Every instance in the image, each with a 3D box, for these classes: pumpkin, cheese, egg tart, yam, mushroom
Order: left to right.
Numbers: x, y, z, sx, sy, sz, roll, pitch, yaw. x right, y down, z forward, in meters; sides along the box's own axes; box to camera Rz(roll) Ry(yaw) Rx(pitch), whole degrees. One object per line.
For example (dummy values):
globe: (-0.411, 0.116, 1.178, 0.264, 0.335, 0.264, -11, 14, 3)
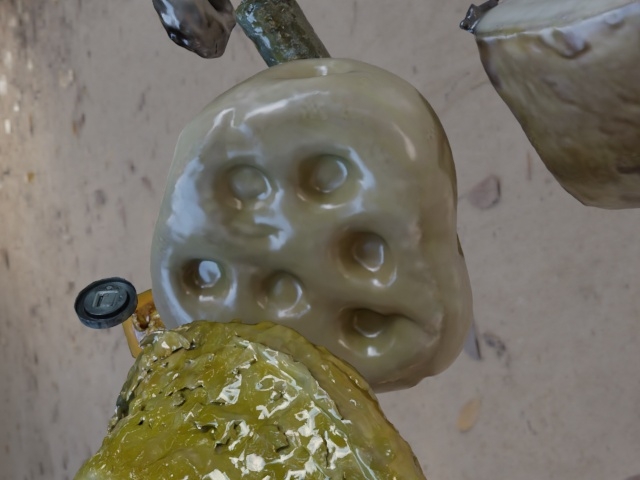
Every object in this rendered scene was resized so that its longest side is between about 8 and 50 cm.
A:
pumpkin: (-0.178, 0.158, 1.463, 0.248, 0.131, 0.126, 25, 127, 48)
egg tart: (-0.050, 0.179, 0.517, 0.294, 0.123, 0.294, 17, 114, 44)
yam: (-0.031, -0.223, 1.202, 0.179, 0.078, 0.078, 55, 161, -23)
cheese: (0.000, 0.000, 0.637, 0.218, 0.117, 0.235, 43, 122, -5)
mushroom: (0.394, -0.171, 0.988, 0.397, 0.224, 0.314, -4, 125, 51)

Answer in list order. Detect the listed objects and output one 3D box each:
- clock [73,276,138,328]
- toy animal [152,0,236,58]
clock: (-0.282, 0.083, 1.322, 0.085, 0.085, 0.017, 51, 158, 45)
toy animal: (-0.113, -0.335, 0.996, 0.194, 0.344, 0.303, -15, 99, 24)
